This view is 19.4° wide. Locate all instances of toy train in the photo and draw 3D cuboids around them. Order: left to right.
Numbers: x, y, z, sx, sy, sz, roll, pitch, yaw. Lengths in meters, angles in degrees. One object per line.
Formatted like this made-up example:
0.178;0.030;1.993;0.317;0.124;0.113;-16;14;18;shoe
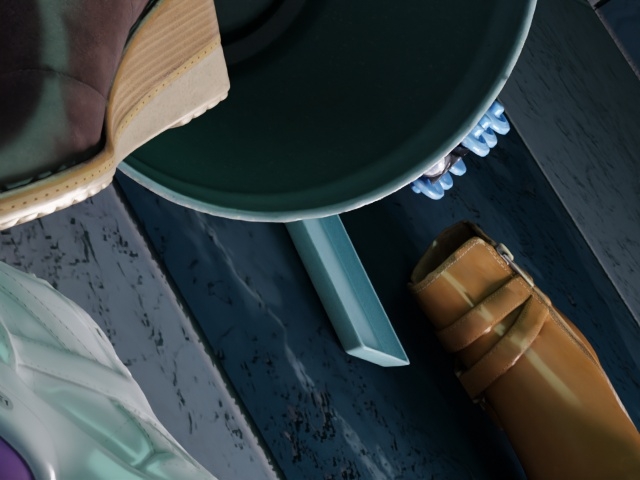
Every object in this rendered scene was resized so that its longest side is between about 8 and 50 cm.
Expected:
0.090;-0.100;1.543;0.105;0.080;0.184;46;21;1;toy train

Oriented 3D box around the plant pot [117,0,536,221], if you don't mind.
-0.048;-0.171;1.059;0.293;0.293;0.196;48;-7;-20;plant pot

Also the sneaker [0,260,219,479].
-0.080;0.092;0.720;0.305;0.114;0.152;45;22;-29;sneaker

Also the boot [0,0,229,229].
-0.148;-0.120;0.839;0.248;0.090;0.207;-40;111;-52;boot

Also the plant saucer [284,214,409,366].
0.000;0.000;1.233;0.067;0.018;0.192;24;36;-57;plant saucer

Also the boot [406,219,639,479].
0.150;0.102;1.278;0.220;0.109;0.283;53;16;-11;boot
